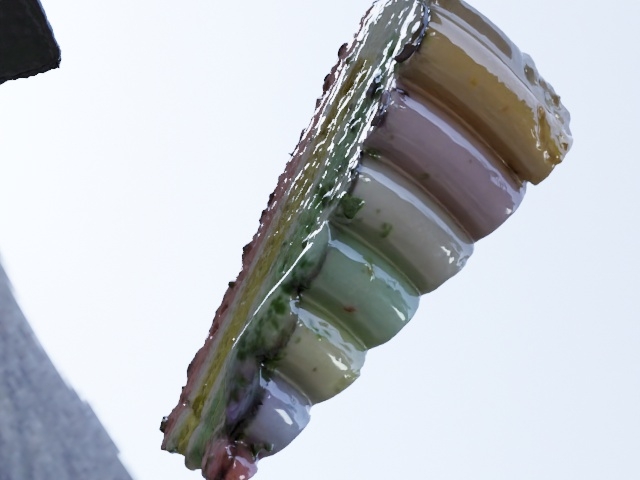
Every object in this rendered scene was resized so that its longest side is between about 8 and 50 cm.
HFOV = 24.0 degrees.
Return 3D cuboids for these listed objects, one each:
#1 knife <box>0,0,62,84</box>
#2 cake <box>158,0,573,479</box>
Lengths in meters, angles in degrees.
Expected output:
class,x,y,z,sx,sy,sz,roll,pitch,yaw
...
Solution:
class,x,y,z,sx,sy,sz,roll,pitch,yaw
knife,-0.091,-0.052,0.318,0.028,0.230,0.060,-107,180,-46
cake,0.018,0.010,0.634,0.090,0.225,0.109,28,-2,-18
